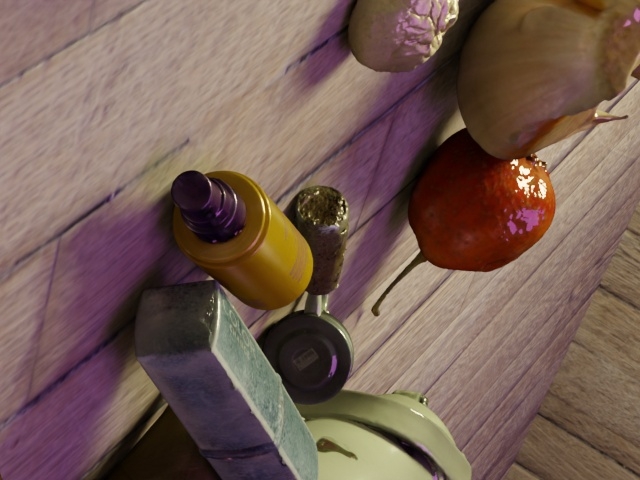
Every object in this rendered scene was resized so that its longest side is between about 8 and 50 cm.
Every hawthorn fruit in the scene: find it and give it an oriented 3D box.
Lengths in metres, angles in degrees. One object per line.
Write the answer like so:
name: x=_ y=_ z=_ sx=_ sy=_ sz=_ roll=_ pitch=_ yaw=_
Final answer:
hawthorn fruit: x=0.134 y=-0.008 z=1.938 sx=0.285 sy=0.165 sz=0.165 roll=-39 pitch=173 yaw=24

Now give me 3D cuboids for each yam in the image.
yam: x=0.000 y=0.000 z=1.618 sx=0.054 sy=0.054 sz=0.132 roll=-51 pitch=163 yaw=-27

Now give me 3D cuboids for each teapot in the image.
teapot: x=-0.001 y=0.097 z=1.735 sx=0.124 sy=0.092 sz=0.091 roll=-56 pitch=-178 yaw=13

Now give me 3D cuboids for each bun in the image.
bun: x=0.075 y=-0.192 z=1.455 sx=0.115 sy=0.069 sz=0.115 roll=-50 pitch=161 yaw=-25

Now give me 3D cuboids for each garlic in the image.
garlic: x=0.278 y=-0.212 z=1.787 sx=0.313 sy=0.249 sz=0.286 roll=-20 pitch=121 yaw=-83

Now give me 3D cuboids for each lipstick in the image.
lipstick: x=-0.074 y=0.134 z=1.436 sx=0.289 sy=0.076 sz=0.077 roll=66 pitch=22 yaw=-53

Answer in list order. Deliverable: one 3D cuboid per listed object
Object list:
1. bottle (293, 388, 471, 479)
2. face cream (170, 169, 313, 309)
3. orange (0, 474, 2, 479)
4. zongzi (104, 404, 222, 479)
bottle: x=0.034 y=0.272 z=1.901 sx=0.352 sy=0.229 sz=0.229 roll=-25 pitch=144 yaw=-53
face cream: x=-0.067 y=-0.006 z=1.347 sx=0.078 sy=0.078 sz=0.273 roll=-57 pitch=165 yaw=-5
orange: x=-0.294 y=0.182 z=0.793 sx=0.334 sy=0.196 sz=0.262 roll=-62 pitch=179 yaw=27
zongzi: x=-0.172 y=0.241 z=1.456 sx=0.260 sy=0.123 sz=0.289 roll=-10 pitch=115 yaw=-65
